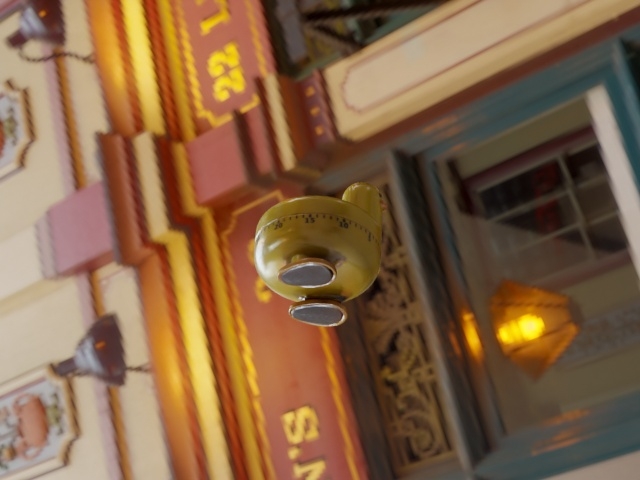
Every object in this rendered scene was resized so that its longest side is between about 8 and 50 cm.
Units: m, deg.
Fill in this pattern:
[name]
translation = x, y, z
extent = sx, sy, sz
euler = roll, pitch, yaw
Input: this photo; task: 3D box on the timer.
[timer]
translation = 0.000, 0.000, 1.075
extent = 0.107, 0.107, 0.109
euler = 37, -137, -37
